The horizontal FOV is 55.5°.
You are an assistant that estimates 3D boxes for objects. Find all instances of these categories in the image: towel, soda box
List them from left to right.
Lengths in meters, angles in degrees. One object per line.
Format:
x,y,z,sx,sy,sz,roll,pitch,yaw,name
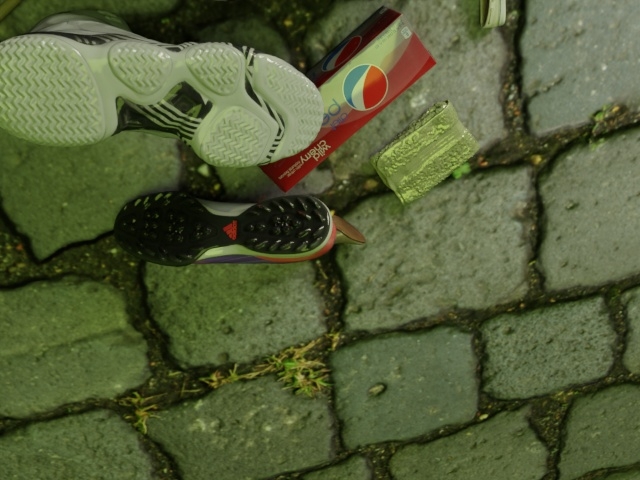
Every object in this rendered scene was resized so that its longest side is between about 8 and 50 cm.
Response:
0.018,-0.188,0.813,0.263,0.092,0.083,-40,119,11,soda box
0.157,-0.128,0.909,0.148,0.027,0.110,-38,119,11,towel

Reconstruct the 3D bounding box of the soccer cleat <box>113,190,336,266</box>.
-0.135,-0.007,0.870,0.318,0.109,0.116,-1,164,10,soccer cleat

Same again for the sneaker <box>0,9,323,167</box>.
-0.188,-0.190,0.719,0.365,0.210,0.137,0,119,-24,sneaker

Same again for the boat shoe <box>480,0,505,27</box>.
0.223,-0.332,0.807,0.035,0.035,0.100,-16,126,-5,boat shoe

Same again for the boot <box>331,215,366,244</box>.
0.000,0.000,0.946,0.118,0.042,0.087,31,115,-23,boot

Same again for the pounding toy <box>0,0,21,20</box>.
-0.410,-0.304,0.669,0.206,0.094,0.181,3,117,-12,pounding toy
